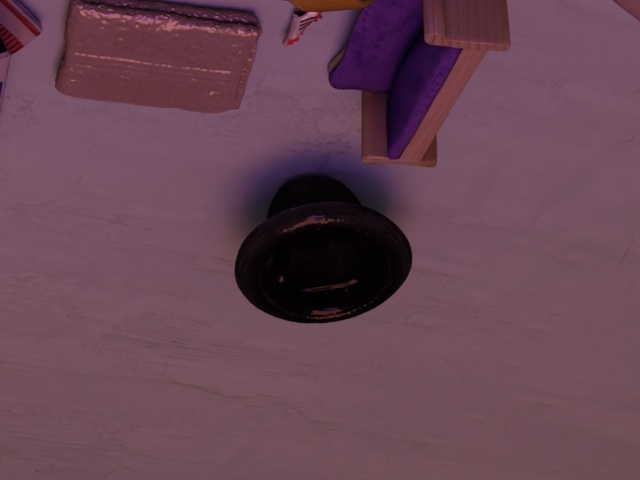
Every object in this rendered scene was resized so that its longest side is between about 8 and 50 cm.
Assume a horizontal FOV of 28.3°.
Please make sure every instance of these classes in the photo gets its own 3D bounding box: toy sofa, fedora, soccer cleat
[{"bbox_3d":[0.126,-0.251,1.793,0.177,0.150,0.362,5,155,-11],"label":"toy sofa"},{"bbox_3d":[0.000,0.000,2.174,0.334,0.152,0.334,-5,144,-4],"label":"fedora"},{"bbox_3d":[-0.033,-0.317,1.842,0.036,0.029,0.083,31,127,-30],"label":"soccer cleat"}]

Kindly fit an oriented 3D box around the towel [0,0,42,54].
[{"bbox_3d":[-0.586,-0.295,1.766,0.329,0.037,0.237,-24,139,19],"label":"towel"}]

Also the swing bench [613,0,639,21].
[{"bbox_3d":[0.420,-0.410,1.600,0.253,0.254,0.165,25,133,-37],"label":"swing bench"}]

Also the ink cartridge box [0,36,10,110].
[{"bbox_3d":[-0.549,-0.171,1.813,0.176,0.069,0.371,-25,167,-26],"label":"ink cartridge box"}]

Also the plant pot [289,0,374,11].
[{"bbox_3d":[-0.066,-0.401,1.556,0.239,0.254,0.254,-3,147,22],"label":"plant pot"}]

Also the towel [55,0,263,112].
[{"bbox_3d":[-0.236,-0.272,1.850,0.282,0.049,0.187,5,141,-16],"label":"towel"}]
